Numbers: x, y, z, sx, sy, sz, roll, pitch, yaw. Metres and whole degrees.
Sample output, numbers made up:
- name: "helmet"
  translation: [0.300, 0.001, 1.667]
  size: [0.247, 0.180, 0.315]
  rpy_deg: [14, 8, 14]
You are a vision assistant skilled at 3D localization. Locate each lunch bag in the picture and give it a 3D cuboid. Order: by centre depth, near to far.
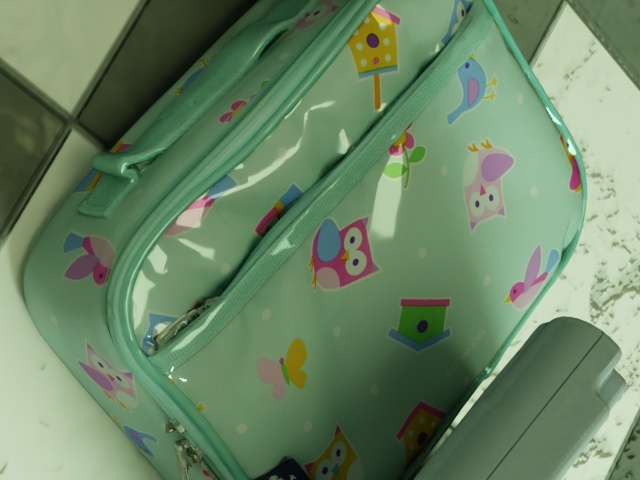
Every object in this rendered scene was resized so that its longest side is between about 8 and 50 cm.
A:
- name: "lunch bag"
  translation: [0.000, 0.000, 0.814]
  size: [0.279, 0.108, 0.224]
  rpy_deg: [-50, 129, -22]

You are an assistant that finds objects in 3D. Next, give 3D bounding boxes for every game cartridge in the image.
- name: "game cartridge"
  translation: [0.043, 0.163, 0.816]
  size: [0.198, 0.062, 0.297]
  rpy_deg: [-43, 169, -23]
